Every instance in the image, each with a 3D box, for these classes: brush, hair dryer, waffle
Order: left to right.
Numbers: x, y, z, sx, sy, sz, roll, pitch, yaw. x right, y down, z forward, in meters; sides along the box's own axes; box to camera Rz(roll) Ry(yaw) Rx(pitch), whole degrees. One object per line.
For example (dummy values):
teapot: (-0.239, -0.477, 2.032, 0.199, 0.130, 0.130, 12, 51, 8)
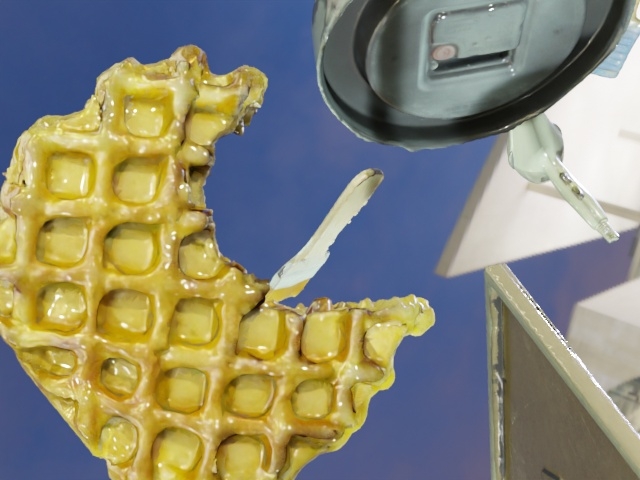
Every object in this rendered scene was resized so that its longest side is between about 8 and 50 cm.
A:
waffle: (-0.095, 0.030, 0.678, 0.261, 0.324, 0.151, -36, 0, -13)
brush: (0.000, 0.000, 1.229, 0.085, 0.020, 0.336, -17, -22, -35)
hair dryer: (0.317, -0.120, 1.274, 0.088, 0.225, 0.219, -35, -52, 5)

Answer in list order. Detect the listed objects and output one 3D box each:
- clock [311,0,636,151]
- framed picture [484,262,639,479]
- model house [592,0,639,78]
clock: (0.149, -0.216, 0.923, 0.325, 0.325, 0.067, 44, -154, -54)
framed picture: (0.188, 0.216, 0.707, 0.022, 0.247, 0.335, -16, -55, -9)
model house: (0.372, -0.474, 1.510, 0.382, 0.335, 0.342, -62, -17, -50)
